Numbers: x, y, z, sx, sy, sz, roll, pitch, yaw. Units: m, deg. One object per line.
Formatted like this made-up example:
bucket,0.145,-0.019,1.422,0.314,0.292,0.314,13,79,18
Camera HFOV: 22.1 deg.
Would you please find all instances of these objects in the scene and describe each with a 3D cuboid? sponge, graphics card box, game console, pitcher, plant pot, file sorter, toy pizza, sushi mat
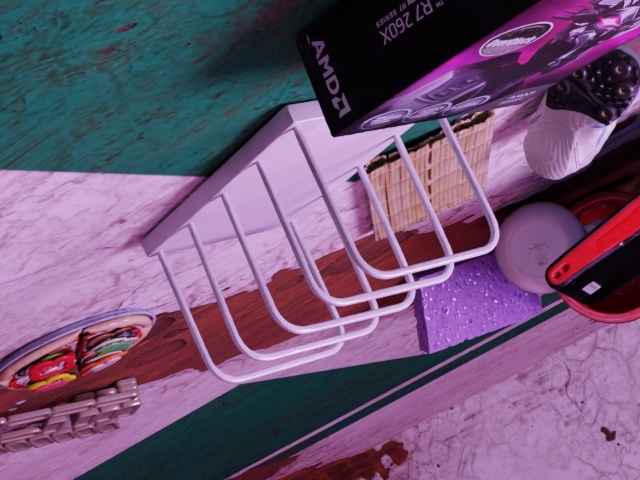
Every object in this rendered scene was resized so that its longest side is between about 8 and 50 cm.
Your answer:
sponge,0.230,0.079,2.404,0.210,0.117,0.031,-18,-165,-28
graphics card box,0.180,-0.197,1.202,0.232,0.094,0.371,-14,170,-42
game console,0.445,-0.040,2.091,0.342,0.060,0.386,-36,166,10
pitcher,0.331,-0.001,2.254,0.177,0.125,0.207,-23,176,12
plant pot,0.437,0.027,2.419,0.191,0.191,0.174,-27,172,12
file sorter,0.000,0.000,1.545,0.192,0.173,0.277,-13,163,-40
toy pizza,-0.279,0.134,1.883,0.201,0.032,0.201,-23,167,-6
sushi mat,0.122,-0.069,1.830,0.151,0.019,0.316,-23,167,-2

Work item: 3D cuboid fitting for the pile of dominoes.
pile of dominoes,-0.366,0.233,2.165,0.251,0.040,0.196,-10,163,-23

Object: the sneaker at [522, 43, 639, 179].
sneaker,0.279,-0.145,1.711,0.086,0.085,0.237,-48,174,-26
